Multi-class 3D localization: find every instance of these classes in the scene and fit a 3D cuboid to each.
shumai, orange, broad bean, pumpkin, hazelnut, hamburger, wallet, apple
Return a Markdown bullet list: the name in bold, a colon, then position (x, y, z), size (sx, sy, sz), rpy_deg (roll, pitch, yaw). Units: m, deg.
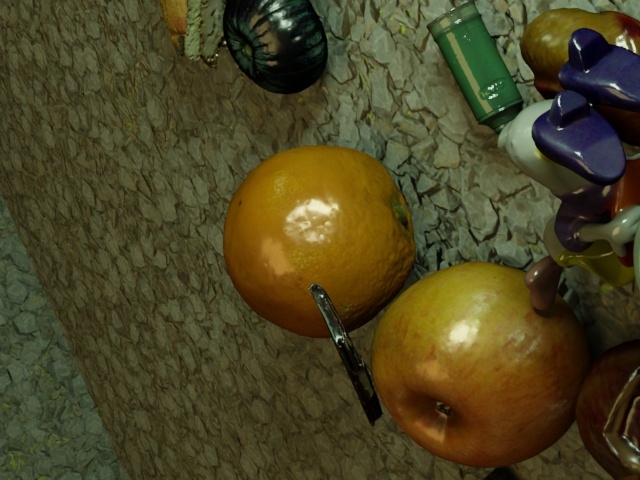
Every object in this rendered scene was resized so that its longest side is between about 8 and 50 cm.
- **shumai**: position (0.297, 0.423, 1.493), size (0.080, 0.082, 0.083), rpy_deg (49, 162, 19)
- **orange**: position (0.000, 0.000, 1.424), size (0.312, 0.312, 0.312), rpy_deg (28, 130, 40)
- **broad bean**: position (0.335, -0.194, 1.057), size (0.122, 0.156, 0.228), rpy_deg (-52, 52, 5)
- **pumpkin**: position (-0.070, -0.332, 1.461), size (0.202, 0.140, 0.202), rpy_deg (44, 155, 27)
- **hazelnut**: position (0.418, 0.227, 1.157), size (0.201, 0.170, 0.160), rpy_deg (57, 168, -5)
- **hamburger**: position (-0.213, -0.470, 1.545), size (0.245, 0.155, 0.282), rpy_deg (55, 146, 19)
- **wallet**: position (0.043, 0.165, 1.298), size (0.232, 0.031, 0.122), rpy_deg (68, 177, -49)
- **apple**: position (0.221, 0.178, 1.284), size (0.299, 0.275, 0.299), rpy_deg (24, 127, 35)

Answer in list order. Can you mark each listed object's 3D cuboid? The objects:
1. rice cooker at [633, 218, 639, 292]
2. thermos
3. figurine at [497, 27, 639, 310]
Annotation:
- **rice cooker**: position (0.447, 0.012, 0.893), size (0.226, 0.244, 0.226), rpy_deg (18, 115, 43)
- **thermos**: position (0.214, -0.221, 1.227), size (0.083, 0.073, 0.187), rpy_deg (-29, 87, 52)
- **figurine**: position (0.289, -0.052, 1.018), size (0.193, 0.154, 0.421), rpy_deg (24, 160, 34)
